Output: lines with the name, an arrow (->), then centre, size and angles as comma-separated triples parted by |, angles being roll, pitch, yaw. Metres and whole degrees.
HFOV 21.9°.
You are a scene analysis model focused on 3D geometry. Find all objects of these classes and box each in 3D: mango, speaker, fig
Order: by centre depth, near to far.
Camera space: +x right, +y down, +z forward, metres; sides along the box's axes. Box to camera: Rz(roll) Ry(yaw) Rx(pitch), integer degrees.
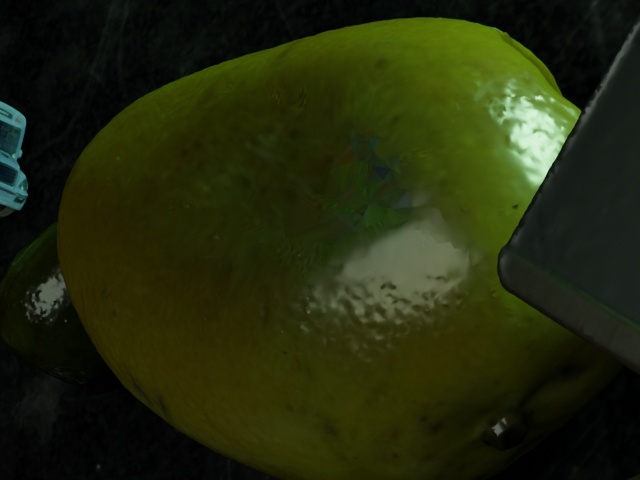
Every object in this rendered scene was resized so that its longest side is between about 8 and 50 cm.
speaker -> 0.220, 0.013, 0.684 | 0.192, 0.231, 0.153 | 34, 98, 41
mango -> 0.000, 0.000, 0.881 | 0.365, 0.182, 0.253 | 13, 77, 34
fig -> -0.128, 0.013, 1.056 | 0.117, 0.117, 0.177 | 32, 75, 40

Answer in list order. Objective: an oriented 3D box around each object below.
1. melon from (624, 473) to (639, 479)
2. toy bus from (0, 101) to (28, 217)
melon -> 0.131, 0.240, 0.686 | 0.317, 0.223, 0.223 | -54, 51, 10
toy bus -> -0.273, -0.082, 1.210 | 0.167, 0.073, 0.076 | 31, 93, 41
